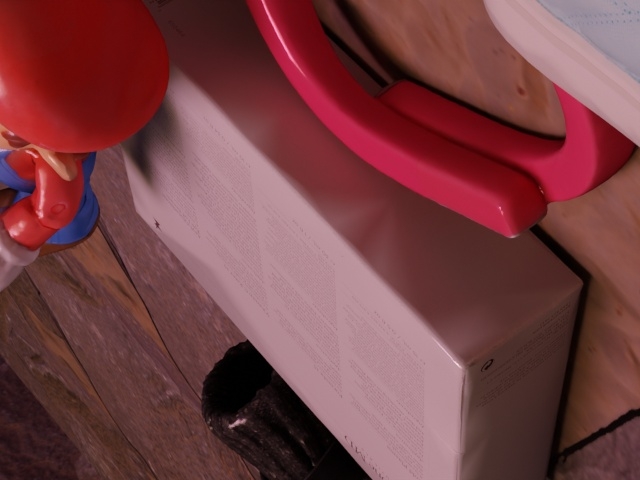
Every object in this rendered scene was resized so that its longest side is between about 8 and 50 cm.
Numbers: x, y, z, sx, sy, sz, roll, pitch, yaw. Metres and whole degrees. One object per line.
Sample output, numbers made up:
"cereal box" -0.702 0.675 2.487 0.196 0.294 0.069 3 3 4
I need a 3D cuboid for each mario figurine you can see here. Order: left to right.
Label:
"mario figurine" -0.200 -0.091 1.019 0.198 0.170 0.320 56 164 8

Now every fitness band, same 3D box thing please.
"fitness band" 0.046 -0.117 0.833 0.291 0.054 0.209 30 147 51

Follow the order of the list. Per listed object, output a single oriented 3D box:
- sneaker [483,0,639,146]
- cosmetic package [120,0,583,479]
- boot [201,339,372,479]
"sneaker" 0.155 -0.079 0.481 0.366 0.135 0.150 37 158 42
"cosmetic package" 0.000 0.000 1.077 0.377 0.097 0.284 47 158 26
"boot" 0.037 0.207 1.298 0.260 0.131 0.348 61 162 -17
